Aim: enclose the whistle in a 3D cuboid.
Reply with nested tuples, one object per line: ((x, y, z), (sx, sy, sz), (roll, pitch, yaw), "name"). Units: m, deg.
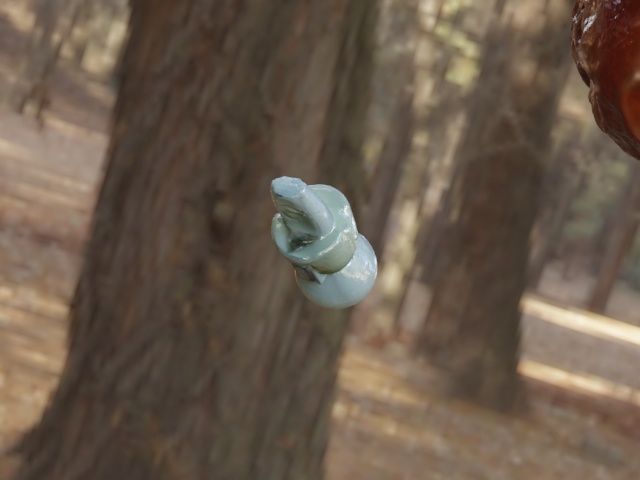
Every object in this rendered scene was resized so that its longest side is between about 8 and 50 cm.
((0.000, 0.000, 0.760), (0.035, 0.035, 0.100), (19, -18, 23), "whistle")

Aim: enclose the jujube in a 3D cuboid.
((0.220, -0.120, 1.108), (0.155, 0.155, 0.230), (17, 19, -6), "jujube")
